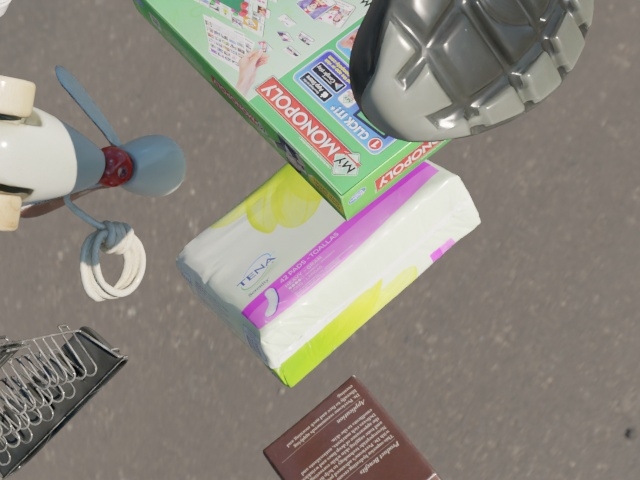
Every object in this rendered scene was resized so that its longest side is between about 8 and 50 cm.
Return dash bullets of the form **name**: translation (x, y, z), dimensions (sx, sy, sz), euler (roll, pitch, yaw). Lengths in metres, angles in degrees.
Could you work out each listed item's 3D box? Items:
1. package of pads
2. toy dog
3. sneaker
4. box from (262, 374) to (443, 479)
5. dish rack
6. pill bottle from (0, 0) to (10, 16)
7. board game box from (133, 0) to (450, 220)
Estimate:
- **package of pads**: translation (0.000, 0.000, 1.515), dimensions (0.296, 0.101, 0.229), euler (-40, 39, -11)
- **toy dog**: translation (-0.305, -0.088, 1.396), dimensions (0.161, 0.333, 0.220), euler (17, 77, 32)
- **sneaker**: translation (0.079, -0.142, 0.624), dimensions (0.101, 0.106, 0.267), euler (52, 55, -28)
- **box**: translation (0.062, 0.328, 1.759), dimensions (0.168, 0.167, 0.203), euler (-39, 51, -2)
- **dish rack**: translation (-0.339, 0.180, 1.408), dimensions (0.074, 0.271, 0.208), euler (45, 99, 9)
- **pill bottle**: translation (-0.432, -0.410, 1.760), dimensions (0.124, 0.221, 0.124), euler (20, 41, -18)
- **board game box**: translation (0.002, -0.190, 1.173), dimensions (0.213, 0.046, 0.317), euler (-38, 63, -11)
